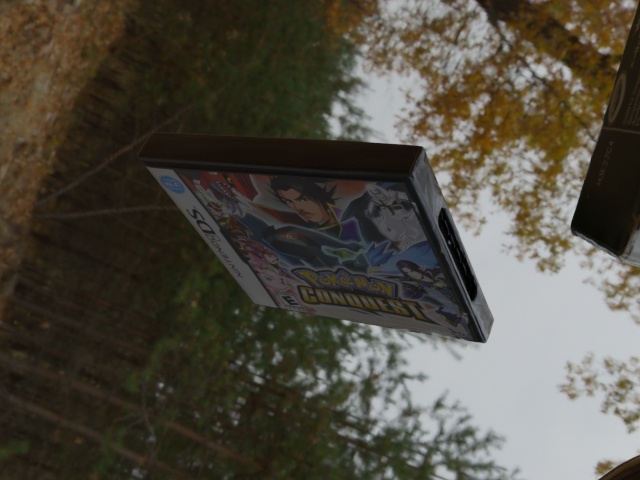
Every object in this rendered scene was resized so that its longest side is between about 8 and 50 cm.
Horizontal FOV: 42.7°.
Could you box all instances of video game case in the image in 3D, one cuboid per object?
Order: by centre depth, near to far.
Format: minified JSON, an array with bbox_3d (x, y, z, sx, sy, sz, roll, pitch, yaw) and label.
[{"bbox_3d":[0.000,0.000,0.755,0.035,0.275,0.248,-64,144,-28],"label":"video game case"}]

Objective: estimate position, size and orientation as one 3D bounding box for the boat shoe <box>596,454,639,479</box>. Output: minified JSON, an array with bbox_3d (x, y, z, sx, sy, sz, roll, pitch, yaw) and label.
[{"bbox_3d":[0.389,0.263,0.786,0.355,0.132,0.130,-29,179,6],"label":"boat shoe"}]

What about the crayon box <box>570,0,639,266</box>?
[{"bbox_3d":[0.303,-0.055,0.379,0.081,0.319,0.202,-97,-158,-79],"label":"crayon box"}]
